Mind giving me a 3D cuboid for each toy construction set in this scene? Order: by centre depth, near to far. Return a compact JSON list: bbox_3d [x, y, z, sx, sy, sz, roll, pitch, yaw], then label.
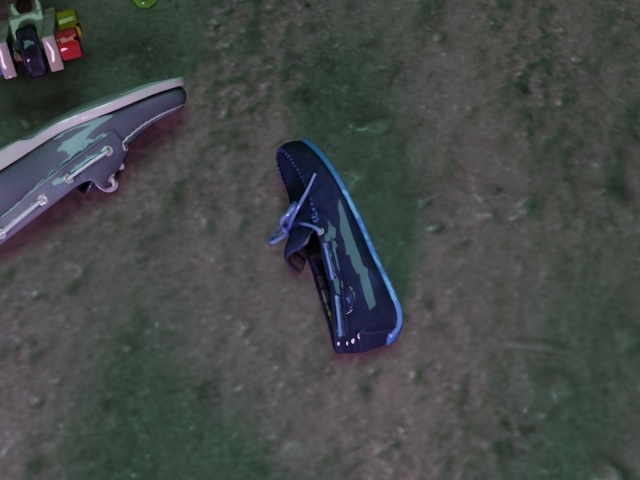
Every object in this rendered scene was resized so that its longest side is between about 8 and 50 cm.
[{"bbox_3d":[-0.390,-0.278,1.330,0.309,0.237,0.257,-42,98,-8],"label":"toy construction set"}]

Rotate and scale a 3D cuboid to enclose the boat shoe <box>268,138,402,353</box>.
[{"bbox_3d":[0.000,0.000,1.197,0.089,0.109,0.258,-21,59,-12],"label":"boat shoe"}]

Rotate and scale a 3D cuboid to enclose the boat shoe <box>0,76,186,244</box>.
[{"bbox_3d":[-0.277,-0.091,1.262,0.319,0.116,0.099,-32,108,-29],"label":"boat shoe"}]
